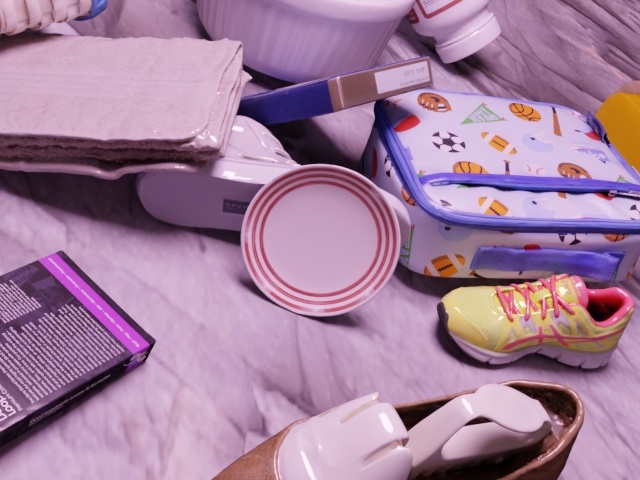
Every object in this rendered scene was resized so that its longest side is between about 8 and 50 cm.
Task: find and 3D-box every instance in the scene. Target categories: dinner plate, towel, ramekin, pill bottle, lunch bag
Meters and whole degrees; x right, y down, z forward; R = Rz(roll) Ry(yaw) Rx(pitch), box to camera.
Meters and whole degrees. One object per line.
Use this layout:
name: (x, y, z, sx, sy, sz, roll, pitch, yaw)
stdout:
dinner plate: (0.000, 0.000, 0.760, 0.141, 0.141, 0.017, 21, 16, -6)
towel: (-0.213, -0.131, 0.791, 0.282, 0.049, 0.187, 4, 40, 4)
ramekin: (-0.027, -0.298, 1.039, 0.272, 0.127, 0.273, 15, 37, -12)
pill bottle: (0.156, -0.356, 1.155, 0.216, 0.121, 0.121, 58, 38, -18)
lunch bag: (0.206, -0.056, 0.915, 0.303, 0.115, 0.243, 1, 40, -17)

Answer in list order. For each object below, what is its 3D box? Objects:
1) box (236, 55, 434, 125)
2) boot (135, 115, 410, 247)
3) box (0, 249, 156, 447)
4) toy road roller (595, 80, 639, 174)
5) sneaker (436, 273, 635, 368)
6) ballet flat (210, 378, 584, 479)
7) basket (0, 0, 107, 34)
box: (-0.011, -0.149, 0.894, 0.136, 0.037, 0.225, -22, 15, -41)
boot: (-0.039, -0.065, 0.824, 0.258, 0.095, 0.123, 12, 43, -9)
box: (-0.219, 0.077, 0.630, 0.116, 0.029, 0.162, 41, 36, 16)
toy road roller: (0.534, -0.122, 1.077, 0.202, 0.241, 0.330, -2, 48, -29)
sneaker: (0.211, 0.065, 0.827, 0.208, 0.094, 0.081, 5, 46, -22)
ballet flat: (0.067, 0.160, 0.631, 0.342, 0.124, 0.116, -3, 49, -30)
basket: (-0.287, -0.323, 0.851, 0.254, 0.201, 0.289, 21, 42, 36)
